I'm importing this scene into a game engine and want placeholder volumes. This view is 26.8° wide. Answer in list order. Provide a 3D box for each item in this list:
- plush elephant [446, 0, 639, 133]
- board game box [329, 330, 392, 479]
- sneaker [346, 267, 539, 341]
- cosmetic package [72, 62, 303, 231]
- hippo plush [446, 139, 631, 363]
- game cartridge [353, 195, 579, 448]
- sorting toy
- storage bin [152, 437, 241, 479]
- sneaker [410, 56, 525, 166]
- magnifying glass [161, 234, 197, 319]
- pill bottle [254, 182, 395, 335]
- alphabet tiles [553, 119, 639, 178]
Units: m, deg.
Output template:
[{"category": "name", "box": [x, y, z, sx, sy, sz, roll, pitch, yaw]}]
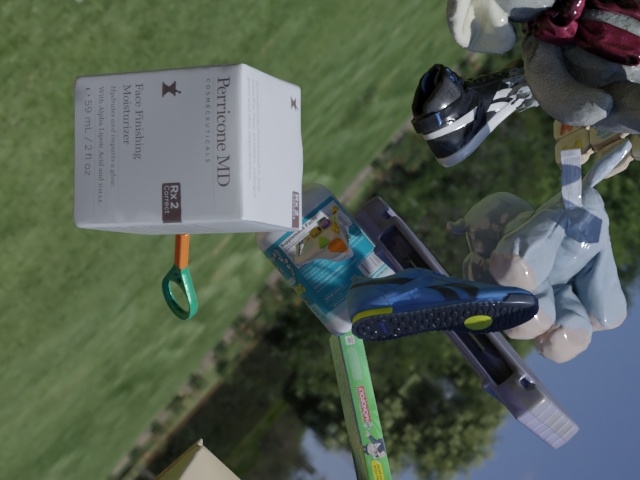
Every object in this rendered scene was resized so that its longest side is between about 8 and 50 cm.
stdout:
[{"category": "plush elephant", "box": [0.306, -0.281, 1.617, 0.330, 0.255, 0.272, -2, -136, 49]}, {"category": "board game box", "box": [0.075, 0.325, 2.601, 0.046, 0.317, 0.213, -10, 167, -5]}, {"category": "sneaker", "box": [0.132, 0.058, 1.472, 0.069, 0.209, 0.082, 75, 13, -53]}, {"category": "cosmetic package", "box": [-0.127, -0.084, 1.323, 0.184, 0.151, 0.151, -3, 176, 21]}, {"category": "hippo plush", "box": [0.271, 0.012, 1.868, 0.234, 0.294, 0.236, -10, -168, -36]}, {"category": "game cartridge", "box": [0.190, 0.112, 1.755, 0.068, 0.355, 0.230, -39, 152, 1]}, {"category": "sorting toy", "box": [0.000, 0.000, 1.708, 0.075, 0.045, 0.083, -30, -154, 15]}, {"category": "storage bin", "box": [-0.231, 0.427, 1.742, 0.260, 0.123, 0.262, -43, -175, 26]}, {"category": "sneaker", "box": [0.210, -0.215, 1.861, 0.217, 0.121, 0.079, -48, -156, -26]}, {"category": "magnifying glass", "box": [-0.267, 0.062, 2.565, 0.026, 0.092, 0.231, -31, 146, -31]}, {"category": "pill bottle", "box": [-0.004, 0.011, 2.126, 0.146, 0.264, 0.146, -40, 180, 0]}, {"category": "alphabet tiles", "box": [0.461, -0.201, 1.923, 0.284, 0.021, 0.278, -28, -153, 25]}]
